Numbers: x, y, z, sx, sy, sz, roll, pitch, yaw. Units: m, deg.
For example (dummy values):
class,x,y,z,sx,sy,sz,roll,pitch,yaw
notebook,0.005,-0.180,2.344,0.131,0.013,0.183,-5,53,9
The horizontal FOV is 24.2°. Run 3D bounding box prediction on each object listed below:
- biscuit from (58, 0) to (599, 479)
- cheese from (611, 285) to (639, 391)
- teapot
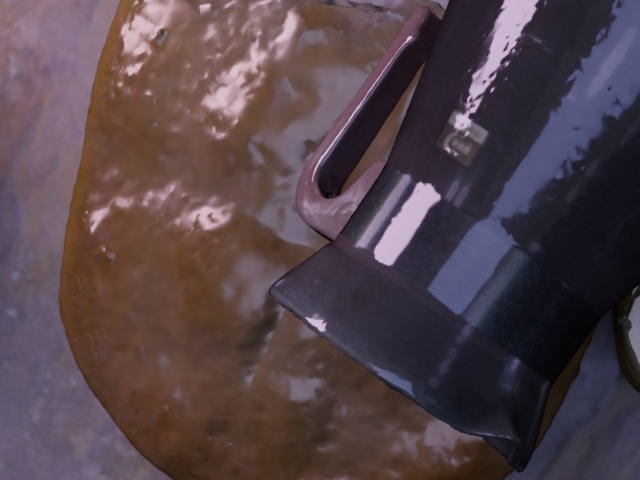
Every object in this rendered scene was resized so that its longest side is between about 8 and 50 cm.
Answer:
class,x,y,z,sx,sy,sz,roll,pitch,yaw
biscuit,0.000,0.000,1.126,0.429,0.104,0.446,20,93,8
cheese,0.255,0.061,1.067,0.094,0.167,0.123,-17,88,5
teapot,0.129,-0.061,0.948,0.344,0.253,0.300,-54,41,-1
